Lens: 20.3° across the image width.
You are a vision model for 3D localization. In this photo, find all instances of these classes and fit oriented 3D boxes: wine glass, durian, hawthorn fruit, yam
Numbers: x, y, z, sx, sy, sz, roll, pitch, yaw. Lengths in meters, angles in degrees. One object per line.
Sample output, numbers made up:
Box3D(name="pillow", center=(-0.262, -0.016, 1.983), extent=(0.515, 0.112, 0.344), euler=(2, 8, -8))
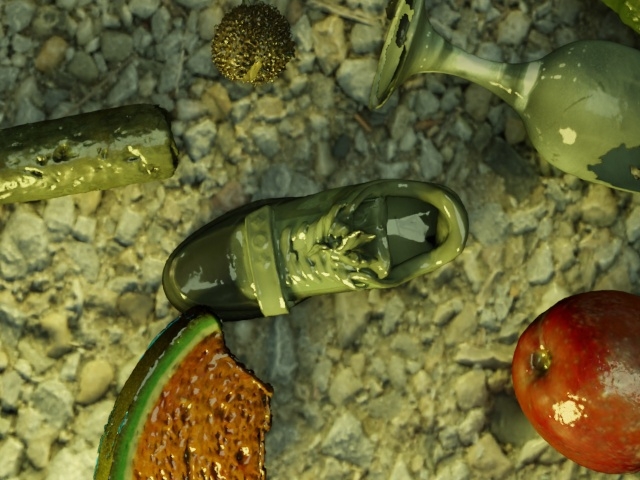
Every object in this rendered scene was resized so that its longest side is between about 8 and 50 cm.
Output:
Box3D(name="wine glass", center=(0.207, -0.140, 1.654), extent=(0.321, 0.143, 0.143), euler=(17, 84, -4))
Box3D(name="durian", center=(-0.065, -0.187, 1.664), extent=(0.080, 0.080, 0.091), euler=(-13, 71, -7))
Box3D(name="hawthorn fruit", center=(0.262, 0.125, 1.629), extent=(0.173, 0.173, 0.173), euler=(0, 86, -6))
Box3D(name="yam", center=(-0.220, -0.080, 1.636), extent=(0.179, 0.078, 0.078), euler=(-10, 87, -4))

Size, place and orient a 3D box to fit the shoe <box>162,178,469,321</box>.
Box3D(name="shoe", center=(0.001, 0.003, 1.616), extent=(0.293, 0.149, 0.109), euler=(-14, 89, -8))

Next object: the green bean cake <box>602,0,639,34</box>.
Box3D(name="green bean cake", center=(0.427, -0.298, 1.606), extent=(0.335, 0.218, 0.319), euler=(32, 58, 3))

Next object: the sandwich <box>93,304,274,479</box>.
Box3D(name="sandwich", center=(-0.127, 0.173, 1.624), extent=(0.159, 0.079, 0.235), euler=(2, 96, -20))
